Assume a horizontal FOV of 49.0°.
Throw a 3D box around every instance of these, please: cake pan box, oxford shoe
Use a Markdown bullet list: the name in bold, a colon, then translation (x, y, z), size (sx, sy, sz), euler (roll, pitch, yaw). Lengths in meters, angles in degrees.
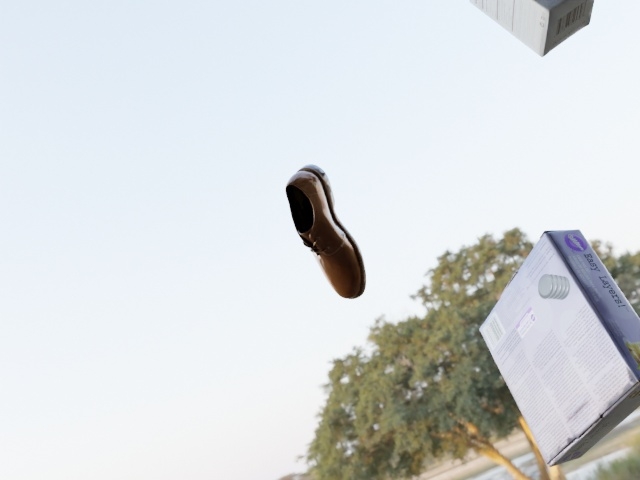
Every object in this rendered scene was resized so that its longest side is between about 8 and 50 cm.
- **cake pan box**: translation (0.346, 0.159, 1.009), size (0.070, 0.246, 0.267), euler (-4, -40, -19)
- **oxford shoe**: translation (0.000, 0.000, 1.021), size (0.076, 0.212, 0.076), euler (-18, 14, 33)

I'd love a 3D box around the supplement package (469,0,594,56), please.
- **supplement package**: translation (0.337, -0.403, 1.130), size (0.105, 0.179, 0.105), euler (-36, -29, -7)
